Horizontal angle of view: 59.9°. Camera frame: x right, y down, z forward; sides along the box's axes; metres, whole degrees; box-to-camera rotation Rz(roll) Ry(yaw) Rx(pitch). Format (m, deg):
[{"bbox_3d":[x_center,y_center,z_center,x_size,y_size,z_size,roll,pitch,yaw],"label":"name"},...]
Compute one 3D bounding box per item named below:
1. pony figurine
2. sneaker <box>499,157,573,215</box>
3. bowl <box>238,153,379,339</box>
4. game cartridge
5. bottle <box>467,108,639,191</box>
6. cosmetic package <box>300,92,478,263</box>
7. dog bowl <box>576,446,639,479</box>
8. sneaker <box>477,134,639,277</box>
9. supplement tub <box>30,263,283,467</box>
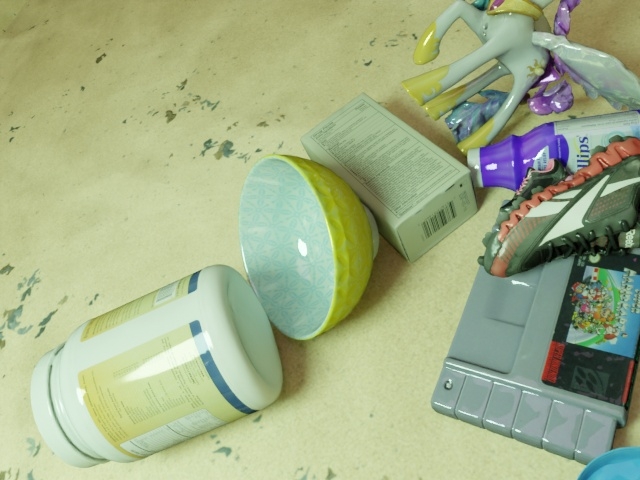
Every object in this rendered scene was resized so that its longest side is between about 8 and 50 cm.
[{"bbox_3d":[0.343,-0.306,0.916,0.363,0.351,0.303,-41,43,17],"label":"pony figurine"},{"bbox_3d":[0.315,-0.080,0.832,0.119,0.057,0.047,-33,9,4],"label":"sneaker"},{"bbox_3d":[0.000,0.000,0.899,0.156,0.290,0.289,-12,40,-33],"label":"bowl"},{"bbox_3d":[0.319,0.104,0.771,0.230,0.068,0.355,9,60,35],"label":"game cartridge"},{"bbox_3d":[0.379,-0.130,0.875,0.282,0.118,0.092,-4,22,22],"label":"bottle"},{"bbox_3d":[0.115,-0.122,0.996,0.160,0.113,0.309,-36,48,-4],"label":"cosmetic package"},{"bbox_3d":[0.322,0.367,0.564,0.165,0.074,0.297,15,63,32],"label":"dog bowl"},{"bbox_3d":[0.350,-0.022,0.749,0.276,0.098,0.135,-34,55,2],"label":"sneaker"},{"bbox_3d":[-0.241,0.195,0.847,0.316,0.228,0.228,-24,49,7],"label":"supplement tub"}]
